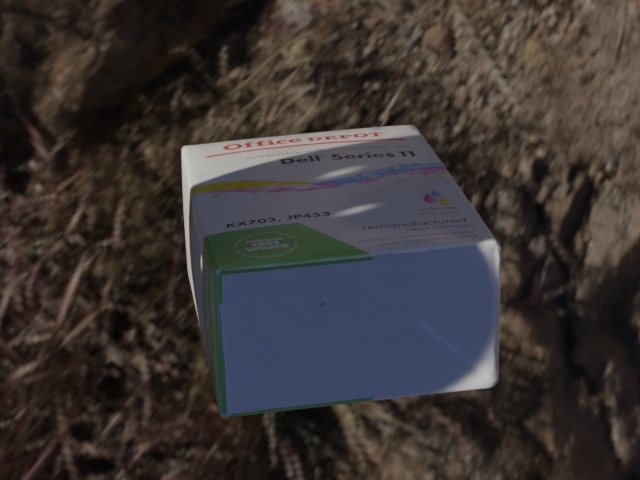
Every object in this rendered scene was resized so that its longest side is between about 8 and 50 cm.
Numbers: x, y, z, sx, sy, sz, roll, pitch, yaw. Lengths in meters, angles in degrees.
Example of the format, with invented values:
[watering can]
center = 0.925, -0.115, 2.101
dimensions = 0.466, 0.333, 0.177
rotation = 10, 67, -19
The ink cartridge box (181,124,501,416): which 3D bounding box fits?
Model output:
[ink cartridge box]
center = 0.000, 0.000, 1.329
dimensions = 0.207, 0.353, 0.119
rotation = -6, 111, -8
